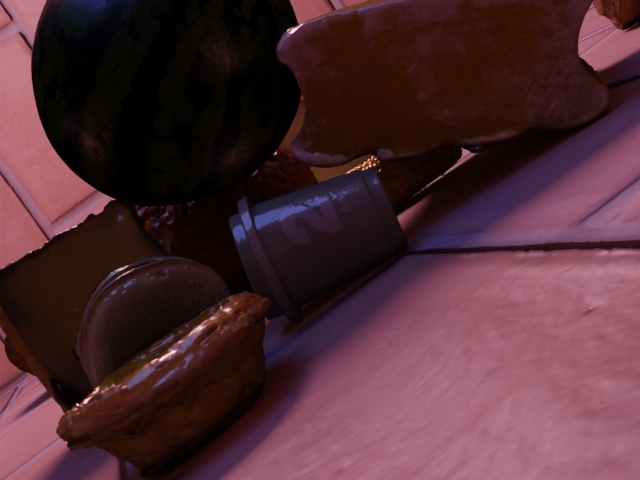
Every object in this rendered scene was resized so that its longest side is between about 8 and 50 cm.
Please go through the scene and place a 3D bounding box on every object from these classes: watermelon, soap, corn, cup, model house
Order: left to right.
[{"bbox_3d":[-0.237,0.086,1.086,0.174,0.193,0.234,-37,4,-17],"label":"model house"},{"bbox_3d":[-0.159,-0.183,1.057,0.285,0.285,0.285,-34,6,4],"label":"watermelon"},{"bbox_3d":[0.000,0.000,0.890,0.141,0.120,0.120,-21,7,1],"label":"cup"},{"bbox_3d":[0.069,-0.063,1.151,0.206,0.067,0.067,-32,6,4],"label":"corn"},{"bbox_3d":[0.129,-0.183,1.024,0.293,0.156,0.335,-5,15,13],"label":"soap"}]

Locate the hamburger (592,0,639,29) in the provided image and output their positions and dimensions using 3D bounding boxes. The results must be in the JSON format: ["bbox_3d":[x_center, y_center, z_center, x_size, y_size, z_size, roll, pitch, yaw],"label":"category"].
[{"bbox_3d":[0.375,-0.376,1.234,0.155,0.135,0.207,-38,-27,13],"label":"hamburger"}]

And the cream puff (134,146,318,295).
[{"bbox_3d":[-0.140,-0.021,1.267,0.303,0.212,0.303,-38,0,0],"label":"cream puff"}]

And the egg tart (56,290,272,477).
[{"bbox_3d":[-0.101,0.105,0.731,0.191,0.074,0.191,-35,5,3],"label":"egg tart"}]

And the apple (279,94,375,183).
[{"bbox_3d":[0.063,-0.168,1.570,0.254,0.179,0.346,10,-8,-24],"label":"apple"}]

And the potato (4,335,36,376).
[{"bbox_3d":[-0.410,0.141,1.832,0.369,0.177,0.195,-24,-30,22],"label":"potato"}]

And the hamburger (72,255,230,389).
[{"bbox_3d":[-0.138,0.079,0.848,0.133,0.140,0.062,-7,18,-24],"label":"hamburger"}]
